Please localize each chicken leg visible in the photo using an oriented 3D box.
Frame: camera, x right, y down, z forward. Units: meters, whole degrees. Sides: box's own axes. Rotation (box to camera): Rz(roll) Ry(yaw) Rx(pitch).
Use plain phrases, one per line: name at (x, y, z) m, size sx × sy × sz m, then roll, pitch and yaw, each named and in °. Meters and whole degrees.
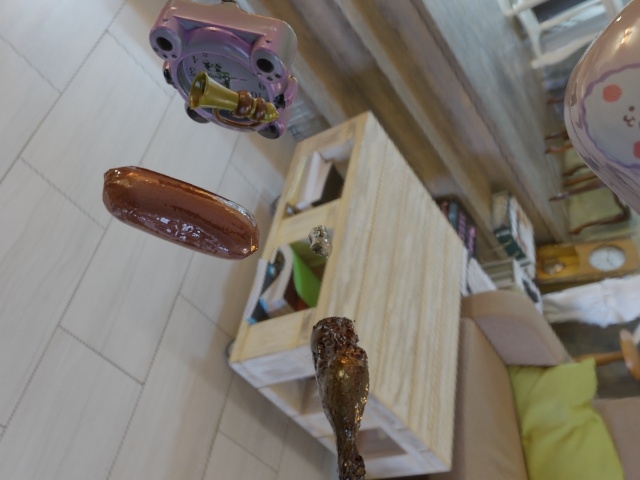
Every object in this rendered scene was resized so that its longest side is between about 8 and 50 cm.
chicken leg at (0.029, 0.252, 1.180) m, size 0.322 × 0.083 × 0.177 m, roll -112°, pitch -154°, yaw -63°

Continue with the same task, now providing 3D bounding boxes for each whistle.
whistle at (-0.103, -0.154, 0.816) m, size 0.109 × 0.057 × 0.046 m, roll 18°, pitch 30°, yaw -37°

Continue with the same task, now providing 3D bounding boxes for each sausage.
sausage at (-0.158, -0.031, 0.797) m, size 0.194 × 0.077 × 0.077 m, roll 20°, pitch 54°, yaw -24°

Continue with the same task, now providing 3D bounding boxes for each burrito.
burrito at (0.000, 0.000, 1.340) m, size 0.045 × 0.041 × 0.185 m, roll 39°, pitch 6°, yaw -11°

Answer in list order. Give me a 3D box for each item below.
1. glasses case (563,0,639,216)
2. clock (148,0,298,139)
glasses case at (0.248, -0.006, 0.319) m, size 0.297 × 0.113 × 0.075 m, roll 43°, pitch -1°, yaw 7°
clock at (-0.147, -0.270, 1.127) m, size 0.248 × 0.228 × 0.090 m, roll 89°, pitch 17°, yaw -61°
